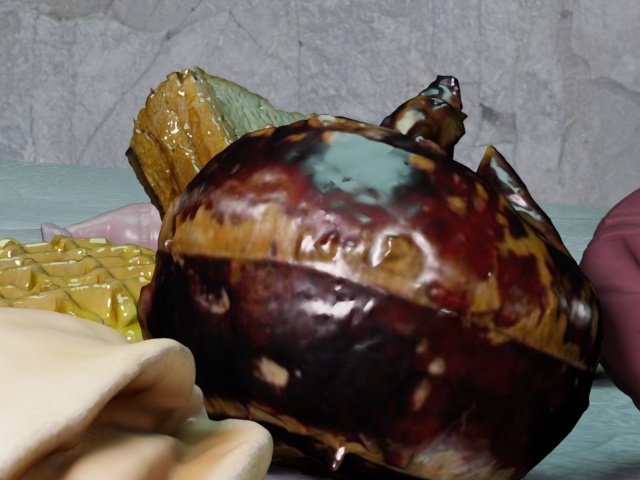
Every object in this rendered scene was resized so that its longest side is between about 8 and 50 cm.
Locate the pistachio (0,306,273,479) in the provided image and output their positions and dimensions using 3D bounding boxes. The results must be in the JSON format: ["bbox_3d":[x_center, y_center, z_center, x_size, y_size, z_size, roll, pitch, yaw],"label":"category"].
[{"bbox_3d":[-0.124,0.126,0.683,0.193,0.214,0.318,47,24,5],"label":"pistachio"}]

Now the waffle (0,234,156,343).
[{"bbox_3d":[-0.245,0.051,1.496,0.329,0.062,0.329,-6,14,1],"label":"waffle"}]

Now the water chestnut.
[{"bbox_3d":[0.034,0.020,1.204,0.300,0.300,0.300,3,7,0],"label":"water chestnut"}]

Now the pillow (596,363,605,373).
[{"bbox_3d":[0.200,0.068,1.672,0.144,0.078,0.254,-10,10,-17],"label":"pillow"}]

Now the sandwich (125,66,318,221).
[{"bbox_3d":[0.001,-0.001,1.517,0.273,0.095,0.249,13,38,-50],"label":"sandwich"}]

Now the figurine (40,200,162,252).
[{"bbox_3d":[-0.109,-0.010,1.830,0.287,0.176,0.186,-10,32,5],"label":"figurine"}]

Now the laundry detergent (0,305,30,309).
[{"bbox_3d":[-0.223,0.110,1.131,0.143,0.094,0.290,11,12,11],"label":"laundry detergent"}]

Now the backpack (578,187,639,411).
[{"bbox_3d":[0.310,0.059,1.199,0.317,0.197,0.283,9,-32,51],"label":"backpack"}]
